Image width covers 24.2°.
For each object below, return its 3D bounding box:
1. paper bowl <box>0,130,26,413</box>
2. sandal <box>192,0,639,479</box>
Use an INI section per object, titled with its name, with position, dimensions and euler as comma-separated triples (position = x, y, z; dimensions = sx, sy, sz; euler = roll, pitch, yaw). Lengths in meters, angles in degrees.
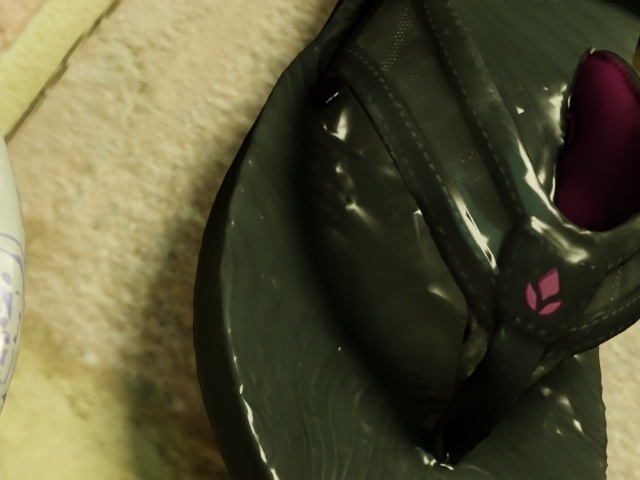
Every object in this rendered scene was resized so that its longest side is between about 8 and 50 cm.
[paper bowl]
position = -0.227, 0.025, 0.378
dimensions = 0.284, 0.148, 0.284
euler = 12, 53, -16
[sandal]
position = 0.066, -0.055, 0.578
dimensions = 0.167, 0.107, 0.446
euler = 26, 49, -15
